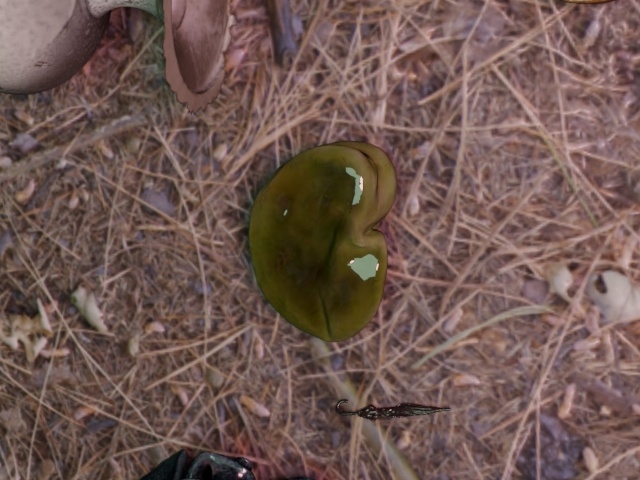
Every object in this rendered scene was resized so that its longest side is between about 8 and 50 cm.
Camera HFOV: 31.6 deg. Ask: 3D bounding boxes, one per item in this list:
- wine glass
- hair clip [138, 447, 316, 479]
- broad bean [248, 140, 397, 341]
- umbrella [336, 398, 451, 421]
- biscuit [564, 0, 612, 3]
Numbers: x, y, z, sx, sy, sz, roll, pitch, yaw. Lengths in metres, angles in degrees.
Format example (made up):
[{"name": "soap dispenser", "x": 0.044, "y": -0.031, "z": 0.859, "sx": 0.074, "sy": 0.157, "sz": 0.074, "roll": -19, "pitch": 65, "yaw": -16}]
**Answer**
[{"name": "wine glass", "x": -0.256, "y": -0.245, "z": 1.085, "sx": 0.323, "sy": 0.238, "sz": 0.238, "roll": 6, "pitch": 101, "yaw": 15}, {"name": "hair clip", "x": -0.132, "y": 0.339, "z": 1.177, "sx": 0.206, "sy": 0.194, "sz": 0.310, "roll": 45, "pitch": 109, "yaw": -5}, {"name": "broad bean", "x": 0.002, "y": 0.000, "z": 1.115, "sx": 0.153, "sy": 0.072, "sz": 0.206, "roll": 24, "pitch": 107, "yaw": 21}, {"name": "umbrella", "x": 0.073, "y": 0.175, "z": 1.151, "sx": 0.122, "sy": 0.013, "sz": 0.022, "roll": 0, "pitch": 78, "yaw": 21}, {"name": "biscuit", "x": 0.248, "y": -0.308, "z": 0.984, "sx": 0.181, "sy": 0.049, "sz": 0.208, "roll": 39, "pitch": 110, "yaw": 10}]
